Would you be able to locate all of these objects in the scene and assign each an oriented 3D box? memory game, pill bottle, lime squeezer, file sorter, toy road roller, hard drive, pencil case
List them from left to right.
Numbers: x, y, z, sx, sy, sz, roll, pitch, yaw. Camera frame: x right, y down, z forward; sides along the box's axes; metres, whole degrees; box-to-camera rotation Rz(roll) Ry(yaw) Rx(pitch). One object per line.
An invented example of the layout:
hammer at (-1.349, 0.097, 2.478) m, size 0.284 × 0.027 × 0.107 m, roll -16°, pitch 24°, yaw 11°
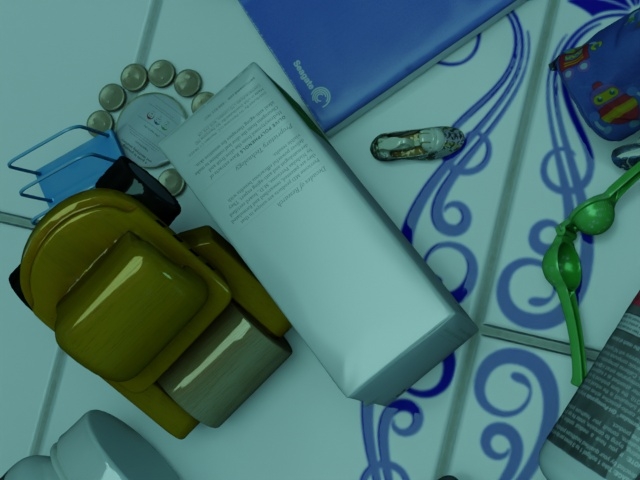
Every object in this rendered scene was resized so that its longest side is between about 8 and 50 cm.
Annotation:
pill bottle at (-0.332, 0.379, 1.532) m, size 0.361 × 0.204 × 0.204 m, roll -44°, pitch 73°, yaw 4°
file sorter at (-0.291, -0.042, 1.635) m, size 0.118 × 0.104 × 0.170 m, roll -27°, pitch 78°, yaw 13°
memory game at (-0.211, -0.139, 1.687) m, size 0.186 × 0.012 × 0.186 m, roll -2°, pitch 81°, yaw 14°
toy road roller at (-0.180, 0.085, 1.467) m, size 0.329 × 0.240 × 0.202 m, roll 42°, pitch 95°, yaw -19°
hard drive at (0.083, -0.301, 1.620) m, size 0.319 × 0.040 × 0.210 m, roll -34°, pitch 74°, yaw 7°
lime squeezer at (0.307, 0.001, 1.483) m, size 0.110 × 0.059 × 0.310 m, roll 26°, pitch 92°, yaw 58°
pill bottle at (0.340, 0.210, 1.396) m, size 0.176 × 0.176 × 0.318 m, roll 32°, pitch 89°, yaw 17°
pencil case at (0.400, -0.234, 1.445) m, size 0.306 × 0.133 × 0.119 m, roll -38°, pitch 102°, yaw 28°

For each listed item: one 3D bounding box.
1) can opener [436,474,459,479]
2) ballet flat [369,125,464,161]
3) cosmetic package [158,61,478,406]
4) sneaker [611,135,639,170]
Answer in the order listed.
can opener at (0.224, 0.363, 1.426) m, size 0.283 × 0.095 × 0.076 m, roll 46°, pitch 50°, yaw 6°
ballet flat at (0.113, -0.115, 1.583) m, size 0.114 × 0.041 × 0.041 m, roll -7°, pitch 79°, yaw 13°
cosmetic package at (0.000, 0.000, 1.513) m, size 0.155 × 0.197 × 0.365 m, roll -40°, pitch 75°, yaw 5°
sneaker at (0.392, -0.118, 1.509) m, size 0.135 × 0.052 × 0.058 m, roll -15°, pitch 67°, yaw 4°
